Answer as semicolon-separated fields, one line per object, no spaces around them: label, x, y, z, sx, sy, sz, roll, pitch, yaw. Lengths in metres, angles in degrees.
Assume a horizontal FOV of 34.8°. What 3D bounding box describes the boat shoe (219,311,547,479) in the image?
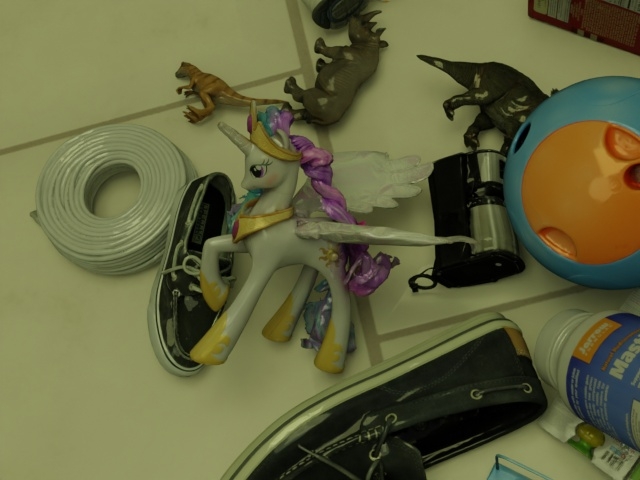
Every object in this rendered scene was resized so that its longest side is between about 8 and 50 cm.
boat shoe;0.079;0.274;1.360;0.500;0.187;0.156;-27;58;-8

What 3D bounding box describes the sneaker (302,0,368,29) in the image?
sneaker;0.082;-0.489;1.729;0.297;0.111;0.129;-35;60;-6

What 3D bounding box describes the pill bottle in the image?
pill bottle;0.389;0.172;1.255;0.152;0.152;0.272;-45;28;-11

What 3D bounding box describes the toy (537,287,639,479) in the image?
toy;0.422;0.198;1.395;0.137;0.056;0.237;35;83;30

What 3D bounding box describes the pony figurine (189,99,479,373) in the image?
pony figurine;0.000;0.000;1.414;0.350;0.364;0.303;7;23;-19

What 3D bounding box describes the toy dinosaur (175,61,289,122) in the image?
toy dinosaur;-0.173;-0.245;1.708;0.211;0.064;0.112;28;72;20

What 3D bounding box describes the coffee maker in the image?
coffee maker;0.206;-0.032;1.508;0.171;0.120;0.178;-7;64;8

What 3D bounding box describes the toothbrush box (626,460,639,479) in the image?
toothbrush box;0.532;0.347;1.273;0.283;0.122;0.206;34;75;23

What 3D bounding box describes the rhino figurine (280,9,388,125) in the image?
rhino figurine;0.037;-0.287;1.682;0.106;0.073;0.243;27;72;24

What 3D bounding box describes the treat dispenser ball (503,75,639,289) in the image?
treat dispenser ball;0.393;-0.077;1.382;0.288;0.288;0.288;-4;65;9

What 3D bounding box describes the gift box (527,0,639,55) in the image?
gift box;0.459;-0.486;1.595;0.276;0.255;0.258;27;75;14

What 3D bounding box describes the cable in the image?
cable;-0.326;-0.072;1.642;0.257;0.089;0.257;-43;65;-10

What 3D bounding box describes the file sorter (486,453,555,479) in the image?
file sorter;0.244;0.379;1.322;0.118;0.104;0.170;24;72;19

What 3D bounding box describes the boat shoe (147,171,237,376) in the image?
boat shoe;-0.176;0.048;1.521;0.113;0.105;0.306;20;71;-26

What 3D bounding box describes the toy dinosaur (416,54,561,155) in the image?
toy dinosaur;0.291;-0.209;1.594;0.313;0.121;0.160;32;63;27
